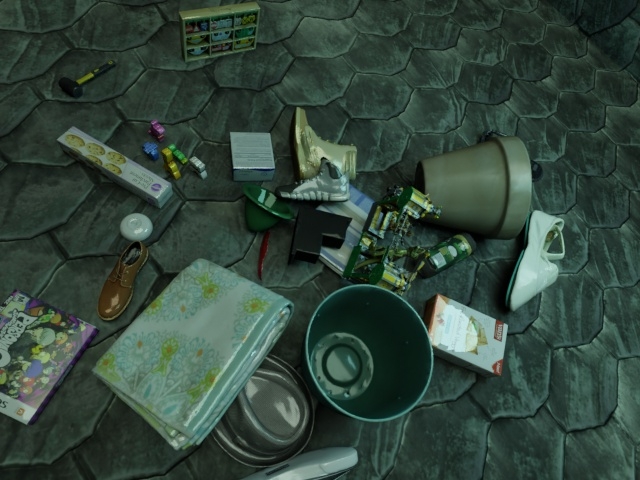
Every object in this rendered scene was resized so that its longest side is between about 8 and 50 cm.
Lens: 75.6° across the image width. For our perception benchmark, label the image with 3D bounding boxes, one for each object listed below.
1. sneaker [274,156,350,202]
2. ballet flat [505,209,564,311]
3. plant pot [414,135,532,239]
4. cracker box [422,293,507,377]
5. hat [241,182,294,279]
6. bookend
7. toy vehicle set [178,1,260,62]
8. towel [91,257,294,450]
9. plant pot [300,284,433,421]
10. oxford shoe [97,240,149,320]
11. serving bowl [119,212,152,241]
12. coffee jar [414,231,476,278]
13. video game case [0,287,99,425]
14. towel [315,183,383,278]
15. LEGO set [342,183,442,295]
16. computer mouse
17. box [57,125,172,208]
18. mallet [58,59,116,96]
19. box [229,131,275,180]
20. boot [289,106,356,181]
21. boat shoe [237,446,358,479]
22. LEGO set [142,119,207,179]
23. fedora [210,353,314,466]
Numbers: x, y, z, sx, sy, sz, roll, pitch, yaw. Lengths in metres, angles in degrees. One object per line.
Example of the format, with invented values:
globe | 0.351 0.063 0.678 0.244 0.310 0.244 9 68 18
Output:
sneaker | -0.022 -0.186 1.237 0.228 0.086 0.132 3 99 -4
ballet flat | 0.694 0.057 1.309 0.139 0.139 0.400 31 59 1
plant pot | 0.448 -0.158 1.287 0.280 0.323 0.324 -1 64 2
cracker box | 0.407 0.273 1.181 0.232 0.067 0.156 24 62 -3
hat | -0.191 -0.040 1.196 0.172 0.184 0.208 29 17 -13
bookend | 0.000 0.000 1.161 0.157 0.072 0.156 12 60 -8
toy vehicle set | -0.339 -0.704 1.395 0.266 0.166 0.035 -22 72 -23
towel | -0.286 0.226 0.940 0.320 0.090 0.374 23 58 27
plant pot | 0.084 0.284 0.995 0.292 0.235 0.293 6 63 -12
oxford shoe | -0.497 0.093 1.026 0.076 0.076 0.212 17 64 -8
serving bowl | -0.499 -0.040 1.115 0.083 0.027 0.084 6 64 -11
coffee jar | 0.386 0.043 1.269 0.184 0.096 0.079 -23 76 -24
video game case | -0.664 0.254 0.923 0.210 0.042 0.232 27 61 -2
towel | 0.074 -0.041 1.264 0.209 0.034 0.285 37 60 7
LEGO set | 0.224 0.031 1.128 0.192 0.255 0.332 28 67 -21
computer mouse | 0.701 -0.311 1.545 0.261 0.060 0.184 23 65 10
box | -0.571 -0.204 1.154 0.323 0.063 0.067 31 63 1
mallet | -0.708 -0.506 1.281 0.062 0.039 0.189 41 58 8
box | -0.212 -0.257 1.269 0.126 0.072 0.137 -3 65 -16
boot | 0.009 -0.310 1.338 0.203 0.095 0.262 -2 67 -15
boat shoe | -0.052 0.547 0.908 0.301 0.108 0.102 -12 81 -19
LEGO set | -0.441 -0.258 1.197 0.227 0.093 0.087 39 62 6
fedora | -0.130 0.375 0.951 0.275 0.124 0.243 46 57 10
